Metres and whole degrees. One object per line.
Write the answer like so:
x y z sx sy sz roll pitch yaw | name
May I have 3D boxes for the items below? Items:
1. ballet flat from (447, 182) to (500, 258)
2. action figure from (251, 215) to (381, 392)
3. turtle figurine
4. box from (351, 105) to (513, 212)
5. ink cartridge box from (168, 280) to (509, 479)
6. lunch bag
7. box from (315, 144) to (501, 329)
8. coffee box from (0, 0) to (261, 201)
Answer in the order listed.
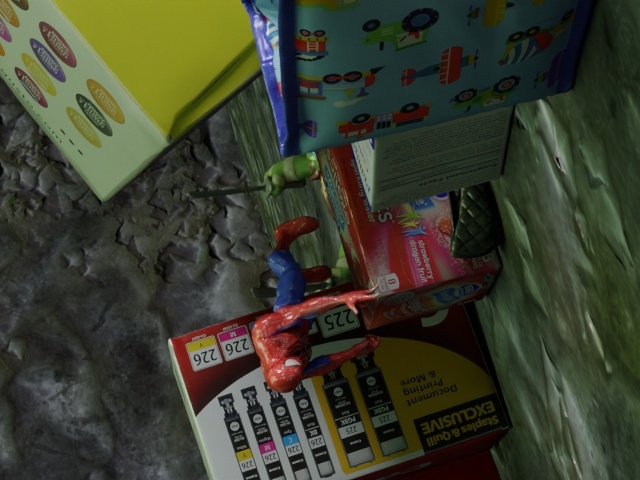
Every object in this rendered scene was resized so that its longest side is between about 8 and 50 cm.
0.124 -0.066 1.581 0.057 0.049 0.173 122 134 -67 | ballet flat
0.008 0.062 1.624 0.280 0.139 0.091 -76 -28 -63 | action figure
0.000 0.000 1.953 0.198 0.274 0.266 21 156 43 | turtle figurine
0.094 -0.100 1.459 0.137 0.126 0.072 90 163 -61 | box
0.028 0.195 1.779 0.130 0.309 0.272 97 154 -73 | ink cartridge box
0.070 -0.180 1.105 0.293 0.221 0.138 103 152 -75 | lunch bag
0.076 -0.057 1.672 0.122 0.128 0.257 100 155 -72 | box
-0.163 -0.292 1.628 0.337 0.338 0.334 51 162 -6 | coffee box
